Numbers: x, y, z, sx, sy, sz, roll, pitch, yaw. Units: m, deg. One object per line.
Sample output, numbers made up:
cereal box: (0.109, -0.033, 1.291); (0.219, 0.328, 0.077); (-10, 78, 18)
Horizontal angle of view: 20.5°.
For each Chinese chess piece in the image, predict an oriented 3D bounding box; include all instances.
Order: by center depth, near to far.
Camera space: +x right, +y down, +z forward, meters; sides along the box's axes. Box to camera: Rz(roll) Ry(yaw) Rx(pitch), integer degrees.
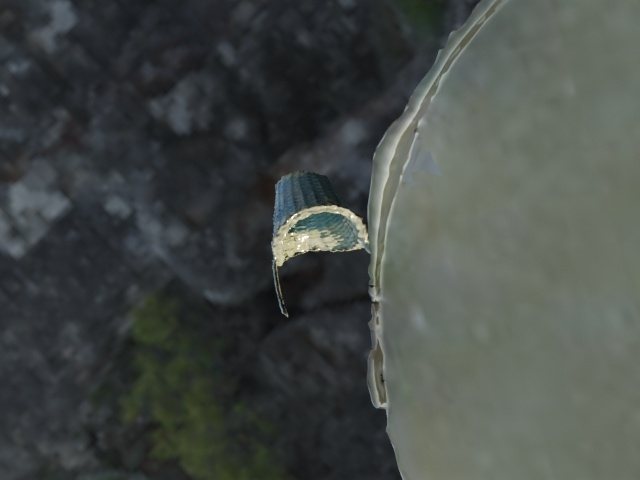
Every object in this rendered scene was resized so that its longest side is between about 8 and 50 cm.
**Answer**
Chinese chess piece: (0.173, 0.035, 0.519); (0.338, 0.140, 0.338); (16, 118, 35)

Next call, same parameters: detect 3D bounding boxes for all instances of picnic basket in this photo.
picnic basket: (0.000, 0.000, 1.066); (0.083, 0.065, 0.083); (97, 161, -70)
